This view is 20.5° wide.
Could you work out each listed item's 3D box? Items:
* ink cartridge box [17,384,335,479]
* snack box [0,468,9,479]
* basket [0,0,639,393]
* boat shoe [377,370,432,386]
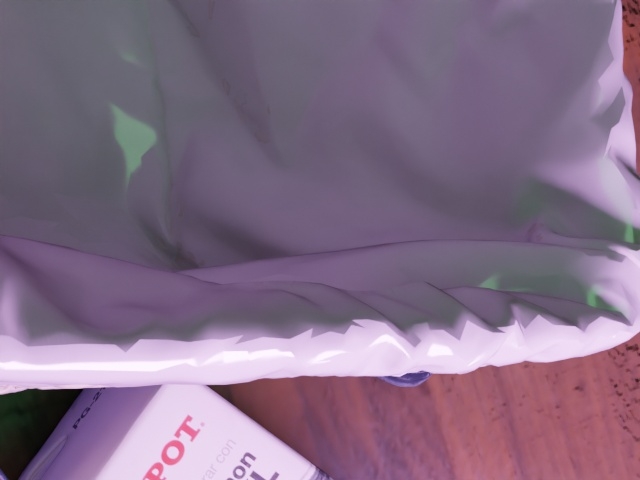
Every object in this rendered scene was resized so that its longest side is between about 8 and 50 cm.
[{"bbox_3d":[-0.046,0.189,0.892,0.237,0.100,0.172,38,80,-18],"label":"ink cartridge box"},{"bbox_3d":[-0.257,0.130,0.782,0.207,0.070,0.174,-39,143,-9],"label":"snack box"},{"bbox_3d":[-0.087,-0.098,0.655,0.328,0.266,0.331,0,79,-45],"label":"basket"},{"bbox_3d":[0.000,0.000,0.921,0.065,0.083,0.183,-35,77,-15],"label":"boat shoe"}]
